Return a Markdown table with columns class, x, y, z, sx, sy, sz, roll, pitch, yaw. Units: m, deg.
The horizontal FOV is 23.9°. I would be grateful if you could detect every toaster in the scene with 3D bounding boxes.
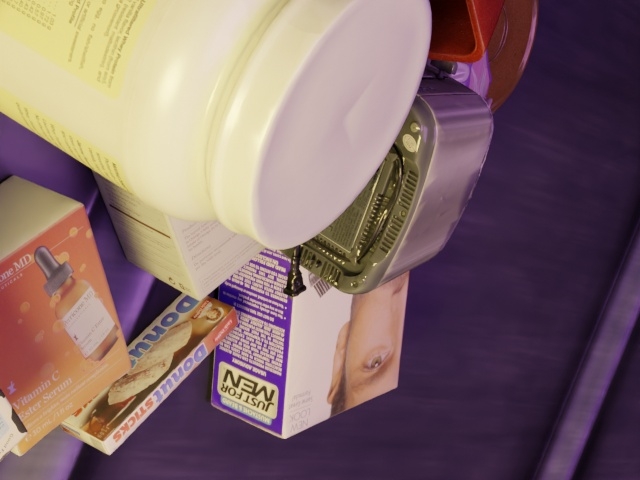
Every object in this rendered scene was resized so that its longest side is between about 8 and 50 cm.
| class | x | y | z | sx | sy | sz | roll | pitch | yaw |
| --- | --- | --- | --- | --- | --- | --- | --- | --- | --- |
| toaster | 0.055 | -0.052 | 1.303 | 0.146 | 0.129 | 0.227 | -18 | 134 | -53 |

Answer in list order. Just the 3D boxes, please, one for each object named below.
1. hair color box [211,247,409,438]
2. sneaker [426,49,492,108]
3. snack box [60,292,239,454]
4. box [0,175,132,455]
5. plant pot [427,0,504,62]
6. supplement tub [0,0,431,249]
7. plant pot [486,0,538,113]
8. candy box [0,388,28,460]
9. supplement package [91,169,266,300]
| class | x | y | z | sx | sy | sz | roll | pitch | yaw |
| --- | --- | --- | --- | --- | --- | --- | --- | --- | --- |
| hair color box | 0.000 | 0.000 | 1.466 | 0.185 | 0.110 | 0.339 | -18 | 121 | -47 |
| sneaker | 0.114 | -0.116 | 1.403 | 0.104 | 0.095 | 0.236 | -21 | 119 | -55 |
| snack box | -0.153 | 0.115 | 1.362 | 0.178 | 0.064 | 0.022 | -46 | 136 | -28 |
| box | -0.242 | 0.059 | 1.205 | 0.130 | 0.091 | 0.170 | -39 | 134 | -34 |
| plant pot | 0.040 | -0.334 | 1.256 | 0.236 | 0.267 | 0.267 | -55 | 142 | -35 |
| supplement tub | -0.112 | -0.157 | 1.038 | 0.235 | 0.324 | 0.235 | -46 | 155 | -29 |
| plant pot | 0.170 | -0.227 | 1.634 | 0.236 | 0.032 | 0.236 | -24 | 123 | -44 |
| candy box | -0.315 | 0.071 | 1.058 | 0.070 | 0.164 | 0.196 | -48 | 137 | -26 |
| supplement package | -0.122 | -0.059 | 1.282 | 0.105 | 0.105 | 0.179 | -38 | 133 | -26 |
